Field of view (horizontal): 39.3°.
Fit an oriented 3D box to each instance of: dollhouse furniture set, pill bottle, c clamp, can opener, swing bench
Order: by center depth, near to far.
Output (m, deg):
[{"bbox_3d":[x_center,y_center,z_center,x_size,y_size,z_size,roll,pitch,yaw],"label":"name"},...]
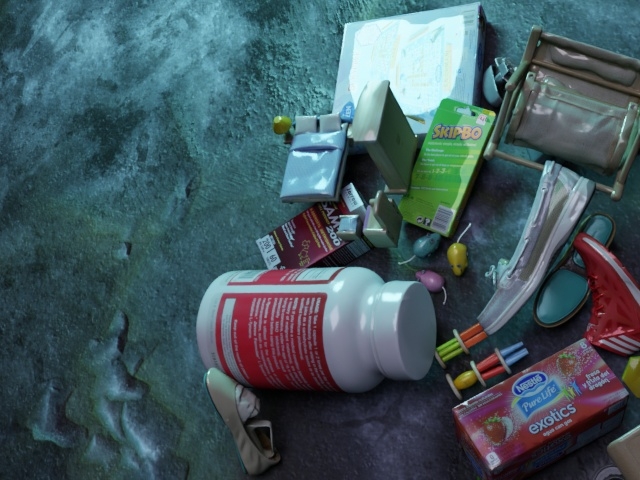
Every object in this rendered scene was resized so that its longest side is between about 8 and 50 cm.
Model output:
[{"bbox_3d":[0.478,0.429,1.423,0.161,0.022,0.137,16,68,33],"label":"c clamp"},{"bbox_3d":[0.462,-0.237,1.626,0.253,0.165,0.254,21,43,11],"label":"swing bench"},{"bbox_3d":[-0.006,0.164,1.654,0.408,0.229,0.228,-3,64,30],"label":"pill bottle"},{"bbox_3d":[0.005,-0.154,1.761,0.304,0.198,0.286,1,63,26],"label":"dollhouse furniture set"},{"bbox_3d":[0.400,-0.250,1.795,0.095,0.076,0.283,-44,47,41],"label":"can opener"}]

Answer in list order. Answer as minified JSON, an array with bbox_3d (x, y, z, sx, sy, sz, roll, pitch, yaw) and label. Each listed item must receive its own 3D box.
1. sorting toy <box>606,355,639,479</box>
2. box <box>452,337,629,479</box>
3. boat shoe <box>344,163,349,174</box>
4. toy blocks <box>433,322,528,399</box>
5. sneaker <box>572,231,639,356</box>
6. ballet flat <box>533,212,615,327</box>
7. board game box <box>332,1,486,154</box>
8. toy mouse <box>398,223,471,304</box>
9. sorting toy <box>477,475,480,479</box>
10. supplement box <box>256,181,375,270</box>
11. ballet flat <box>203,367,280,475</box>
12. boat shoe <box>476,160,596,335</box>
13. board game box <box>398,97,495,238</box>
[{"bbox_3d":[0.556,0.301,1.342,0.229,0.041,0.307,-35,85,11],"label":"sorting toy"},{"bbox_3d":[0.354,0.287,1.453,0.257,0.128,0.122,-27,55,-7],"label":"box"},{"bbox_3d":[-0.001,-0.161,1.952,0.142,0.049,0.040,18,41,34],"label":"boat shoe"},{"bbox_3d":[0.287,0.201,1.612,0.148,0.054,0.123,-30,54,8],"label":"toy blocks"},{"bbox_3d":[0.474,0.102,1.517,0.128,0.087,0.221,-40,80,8],"label":"sneaker"},{"bbox_3d":[0.455,0.059,1.595,0.080,0.073,0.232,33,85,14],"label":"ballet flat"},{"bbox_3d":[0.189,-0.346,1.935,0.318,0.066,0.318,-2,65,25],"label":"board game box"},{"bbox_3d":[0.211,0.042,1.729,0.143,0.031,0.160,2,81,27],"label":"toy mouse"},{"bbox_3d":[0.311,0.384,1.520,0.061,0.042,0.101,17,85,48],"label":"sorting toy"},{"bbox_3d":[0.000,0.000,1.847,0.239,0.073,0.130,-32,55,7],"label":"supplement box"},{"bbox_3d":[-0.136,0.330,1.658,0.086,0.248,0.086,-16,29,9],"label":"ballet flat"},{"bbox_3d":[0.360,0.018,1.566,0.103,0.118,0.320,32,102,13],"label":"boat shoe"},{"bbox_3d":[0.251,-0.146,1.775,0.124,0.039,0.259,23,96,29],"label":"board game box"}]
